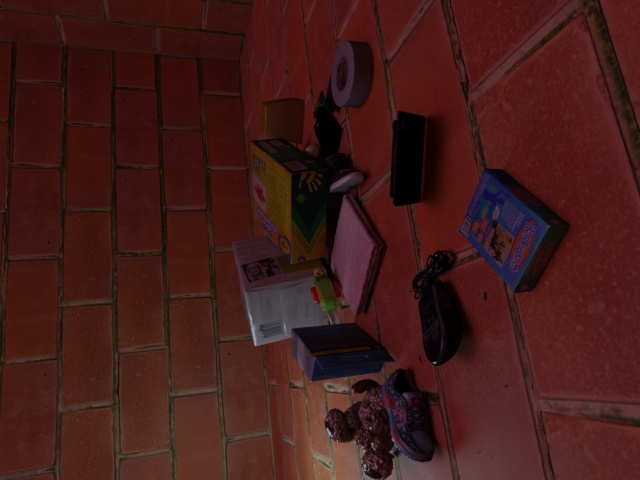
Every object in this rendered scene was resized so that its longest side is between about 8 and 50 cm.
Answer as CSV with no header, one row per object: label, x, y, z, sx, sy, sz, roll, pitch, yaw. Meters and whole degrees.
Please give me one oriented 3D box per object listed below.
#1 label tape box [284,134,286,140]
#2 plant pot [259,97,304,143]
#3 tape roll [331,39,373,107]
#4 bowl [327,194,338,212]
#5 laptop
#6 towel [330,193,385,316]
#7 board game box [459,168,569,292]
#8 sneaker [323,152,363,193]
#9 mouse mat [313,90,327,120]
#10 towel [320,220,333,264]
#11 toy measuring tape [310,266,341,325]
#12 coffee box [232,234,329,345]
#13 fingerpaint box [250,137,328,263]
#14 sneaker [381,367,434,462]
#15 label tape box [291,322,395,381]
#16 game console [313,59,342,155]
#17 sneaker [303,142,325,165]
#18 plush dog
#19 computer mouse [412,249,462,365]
label tape box,-0.179,-0.313,2.263,0.333,0.106,0.240,75,-177,-65
plant pot,-0.205,-0.612,2.352,0.212,0.187,0.212,-132,43,-62
tape roll,0.106,-0.577,1.618,0.219,0.072,0.219,178,90,-72
bowl,0.007,-0.201,1.938,0.170,0.080,0.170,179,90,-71
laptop,0.204,-0.221,1.269,0.264,0.137,0.234,-151,61,-68
towel,0.121,0.051,1.674,0.317,0.053,0.331,-116,29,-48
board game box,0.373,-0.024,0.928,0.210,0.047,0.160,-114,29,-49
sneaker,0.072,-0.258,1.697,0.296,0.105,0.146,169,93,-75
mouse mat,0.004,-0.536,2.027,0.152,0.007,0.189,118,146,-56
towel,0.000,0.000,2.034,0.282,0.049,0.187,-156,66,-71
toy measuring tape,0.039,0.259,1.781,0.121,0.121,0.330,1,110,71
coffee box,-0.174,0.194,2.019,0.334,0.338,0.337,-117,20,-50
fingerpaint box,-0.134,-0.177,1.895,0.445,0.163,0.371,44,138,52
sneaker,0.243,0.473,1.284,0.262,0.104,0.125,-113,30,-46
label tape box,0.064,0.391,1.570,0.348,0.249,0.115,-150,60,-68
game console,0.048,-0.530,1.839,0.213,0.044,0.361,-116,30,-45
sneaker,-0.019,-0.339,1.983,0.126,0.091,0.240,61,-174,-5
plush dog,0.176,0.556,1.440,0.262,0.211,0.225,37,117,31
computer mouse,0.300,0.176,1.148,0.188,0.072,0.272,113,161,-55
